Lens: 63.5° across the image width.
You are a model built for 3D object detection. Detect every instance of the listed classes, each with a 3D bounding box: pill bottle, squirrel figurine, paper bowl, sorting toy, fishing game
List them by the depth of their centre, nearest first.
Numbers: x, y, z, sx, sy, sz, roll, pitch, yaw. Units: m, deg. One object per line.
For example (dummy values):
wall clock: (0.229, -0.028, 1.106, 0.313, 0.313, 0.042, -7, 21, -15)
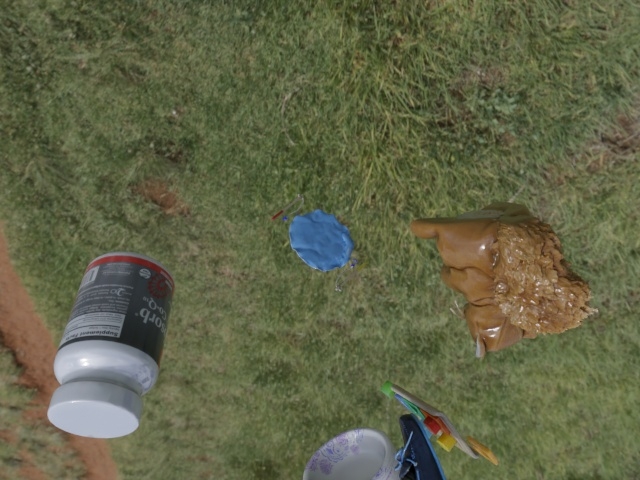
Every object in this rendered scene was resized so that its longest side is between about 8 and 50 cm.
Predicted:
pill bottle: (-0.447, 0.219, 1.128, 0.210, 0.363, 0.210, -2, 137, -2)
sorting toy: (0.266, 0.441, 1.239, 0.196, 0.047, 0.347, 49, 164, -24)
squirrel figurine: (0.449, 0.117, 1.275, 0.280, 0.397, 0.371, -14, 102, -21)
fishing game: (0.000, 0.000, 1.371, 0.264, 0.189, 0.041, 44, 141, 3)
paper bowl: (0.104, 0.692, 1.494, 0.284, 0.284, 0.148, -21, 104, 22)

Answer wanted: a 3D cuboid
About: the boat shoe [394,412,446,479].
boat shoe: (0.197, 0.462, 1.043, 0.089, 0.258, 0.109, -20, 120, -1)
